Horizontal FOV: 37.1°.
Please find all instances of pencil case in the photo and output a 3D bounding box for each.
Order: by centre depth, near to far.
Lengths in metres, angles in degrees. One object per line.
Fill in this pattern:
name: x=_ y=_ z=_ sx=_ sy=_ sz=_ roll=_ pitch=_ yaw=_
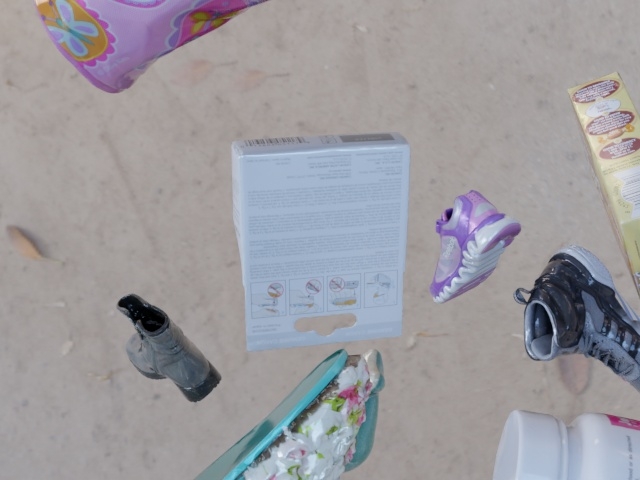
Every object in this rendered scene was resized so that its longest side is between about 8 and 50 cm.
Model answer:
pencil case: x=-0.068 y=-0.211 z=0.656 sx=0.284 sy=0.124 sz=0.124 roll=-22 pitch=76 yaw=24

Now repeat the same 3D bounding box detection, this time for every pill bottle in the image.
pill bottle: x=0.323 y=0.263 z=0.957 sx=0.283 sy=0.160 sz=0.160 roll=11 pitch=89 yaw=2

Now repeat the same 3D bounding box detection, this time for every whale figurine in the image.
whale figurine: x=0.067 y=0.346 z=1.895 sx=0.141 sy=0.216 sz=0.272 roll=26 pitch=115 yaw=-16

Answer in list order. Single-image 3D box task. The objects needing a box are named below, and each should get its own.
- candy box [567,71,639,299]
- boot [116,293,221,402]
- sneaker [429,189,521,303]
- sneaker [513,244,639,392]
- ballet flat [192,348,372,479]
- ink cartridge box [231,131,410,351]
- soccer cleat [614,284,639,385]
candy box: x=0.454 y=-0.080 z=1.399 sx=0.087 sy=0.183 sz=0.316 roll=-17 pitch=41 yaw=14
boot: x=-0.250 y=0.136 z=1.425 sx=0.083 sy=0.161 sz=0.246 roll=-43 pitch=31 yaw=-21
sneaker: x=0.212 y=0.007 z=1.428 sx=0.095 sy=0.236 sz=0.104 roll=-27 pitch=68 yaw=-27
sneaker: x=0.376 y=0.146 z=1.318 sx=0.269 sy=0.153 sz=0.101 roll=53 pitch=151 yaw=9
ballet flat: x=-0.052 y=0.159 z=0.492 sx=0.241 sy=0.091 sz=0.077 roll=-41 pitch=93 yaw=-6
ink cartridge box: x=0.000 y=0.000 z=1.062 sx=0.189 sy=0.066 sz=0.232 roll=-4 pitch=116 yaw=-11
soccer cleat: x=0.483 y=0.168 z=1.548 sx=0.331 sy=0.143 sz=0.116 roll=43 pitch=121 yaw=-14
